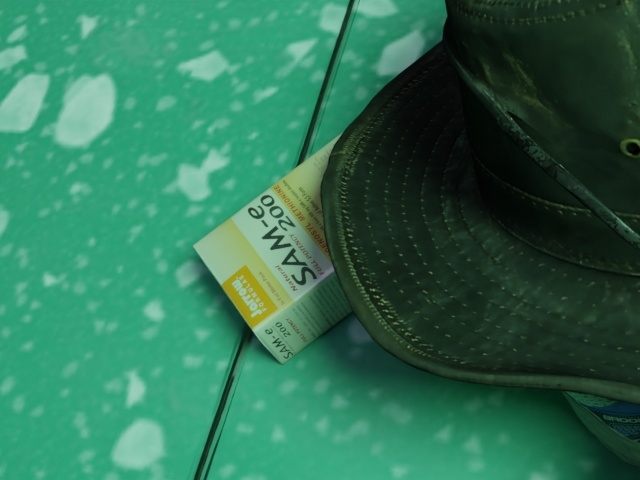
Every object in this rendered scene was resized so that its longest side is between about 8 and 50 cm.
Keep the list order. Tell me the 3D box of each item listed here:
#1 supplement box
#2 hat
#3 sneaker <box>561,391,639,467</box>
[{"bbox_3d":[0.000,0.000,0.507,0.098,0.036,0.062,-38,54,-3],"label":"supplement box"},{"bbox_3d":[0.148,-0.082,0.396,0.331,0.134,0.331,-11,36,8],"label":"hat"},{"bbox_3d":[0.093,0.031,0.440,0.135,0.058,0.052,35,77,34],"label":"sneaker"}]
